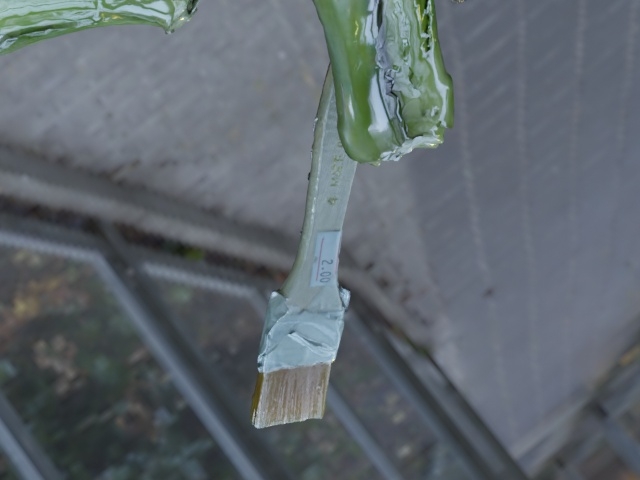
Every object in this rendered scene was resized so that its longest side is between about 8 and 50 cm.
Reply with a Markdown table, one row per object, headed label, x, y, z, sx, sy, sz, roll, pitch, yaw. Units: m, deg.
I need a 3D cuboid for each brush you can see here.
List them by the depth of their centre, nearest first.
| label | x | y | z | sx | sy | sz | roll | pitch | yaw |
| --- | --- | --- | --- | --- | --- | --- | --- | --- | --- |
| brush | 0.000 | 0.000 | 1.593 | 0.085 | 0.020 | 0.336 | -3 | 113 | -32 |

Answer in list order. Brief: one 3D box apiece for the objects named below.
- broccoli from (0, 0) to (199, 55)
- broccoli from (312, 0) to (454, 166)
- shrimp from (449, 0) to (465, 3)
| label | x | y | z | sx | sy | sz | roll | pitch | yaw |
| --- | --- | --- | --- | --- | --- | --- | --- | --- | --- |
| broccoli | -0.209 | -0.137 | 0.974 | 0.304 | 0.165 | 0.145 | 2 | 130 | -8 |
| broccoli | 0.040 | -0.176 | 0.957 | 0.177 | 0.274 | 0.198 | -33 | -166 | -38 |
| shrimp | 0.063 | -0.254 | 1.632 | 0.219 | 0.152 | 0.046 | 30 | 90 | -42 |
